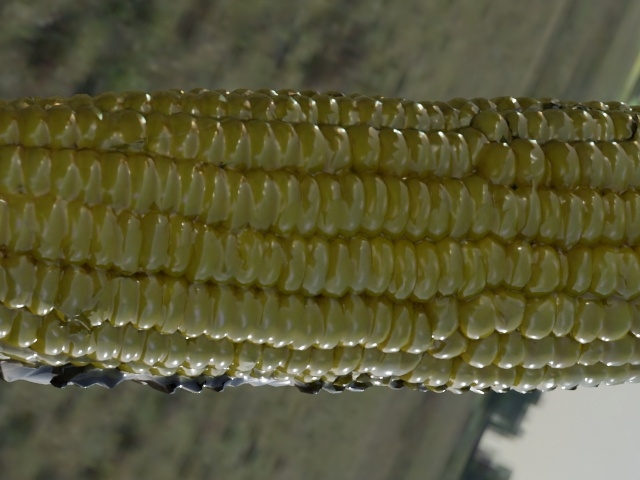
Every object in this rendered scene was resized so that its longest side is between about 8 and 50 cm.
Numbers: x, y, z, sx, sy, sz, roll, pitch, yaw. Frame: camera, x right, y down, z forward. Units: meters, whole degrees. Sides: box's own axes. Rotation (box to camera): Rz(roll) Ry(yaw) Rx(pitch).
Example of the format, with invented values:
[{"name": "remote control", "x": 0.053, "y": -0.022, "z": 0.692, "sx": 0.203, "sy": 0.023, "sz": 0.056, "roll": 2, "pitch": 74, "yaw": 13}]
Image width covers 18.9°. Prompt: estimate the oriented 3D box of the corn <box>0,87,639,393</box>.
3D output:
[{"name": "corn", "x": 0.000, "y": 0.000, "z": 0.428, "sx": 0.072, "sy": 0.203, "sz": 0.072, "roll": -179, "pitch": -90, "yaw": -73}]
